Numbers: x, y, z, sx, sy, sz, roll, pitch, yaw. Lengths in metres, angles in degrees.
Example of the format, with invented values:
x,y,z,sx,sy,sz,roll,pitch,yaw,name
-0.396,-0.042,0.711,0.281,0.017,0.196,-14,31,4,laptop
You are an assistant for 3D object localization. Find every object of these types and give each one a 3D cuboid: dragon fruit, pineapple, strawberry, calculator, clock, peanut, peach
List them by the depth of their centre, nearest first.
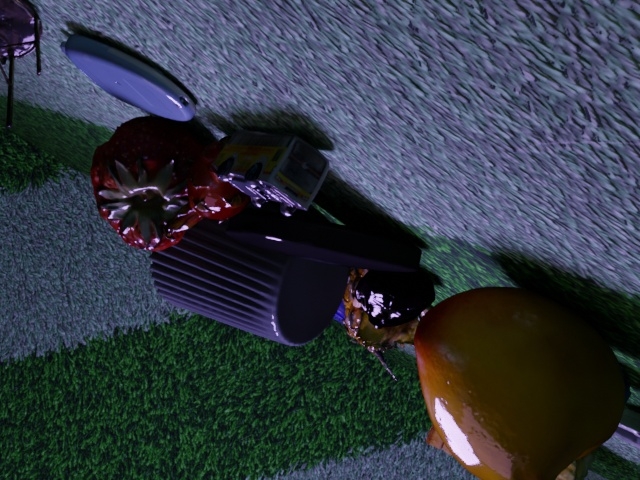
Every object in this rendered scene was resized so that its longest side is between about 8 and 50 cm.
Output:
x,y,z,sx,sy,sz,roll,pitch,yaw,name
0.294,0.205,1.443,0.308,0.289,0.289,58,176,11,peach
-0.330,-0.275,1.625,0.302,0.042,0.188,22,168,35,calculator
-0.196,-0.080,1.674,0.125,0.246,0.125,40,-157,-18,dragon fruit
-0.315,-0.124,1.841,0.238,0.250,0.288,46,-160,-17,strawberry
0.655,0.386,1.890,0.236,0.053,0.236,30,173,4,clock
0.102,0.153,2.103,0.161,0.158,0.334,29,169,35,pineapple
0.238,0.164,2.156,0.037,0.037,0.083,29,165,18,peanut

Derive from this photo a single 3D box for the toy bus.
x,y,z,sx,sy,sz,roll,pitch,yaw,name
-0.079,-0.111,1.470,0.092,0.106,0.268,35,173,-25,toy bus

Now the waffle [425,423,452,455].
x,y,z,sx,sy,sz,roll,pitch,yaw,name
0.341,0.377,2.255,0.091,0.213,0.308,30,159,12,waffle

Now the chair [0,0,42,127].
x,y,z,sx,sy,sz,roll,pitch,yaw,name
-0.555,-0.358,1.639,0.159,0.170,0.326,24,-142,-29,chair

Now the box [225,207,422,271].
x,y,z,sx,sy,sz,roll,pitch,yaw,name
0.000,0.000,1.684,0.289,0.073,0.289,13,177,-19,box

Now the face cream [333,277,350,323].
x,y,z,sx,sy,sz,roll,pitch,yaw,name
0.034,0.119,2.354,0.205,0.111,0.206,31,171,6,face cream

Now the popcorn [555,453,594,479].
x,y,z,sx,sy,sz,roll,pitch,yaw,name
0.618,0.633,2.725,0.274,0.279,0.335,13,159,-1,popcorn

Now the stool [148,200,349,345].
x,y,z,sx,sy,sz,roll,pitch,yaw,name
-0.137,0.047,2.008,0.330,0.297,0.297,19,166,33,stool

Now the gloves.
x,y,z,sx,sy,sz,roll,pitch,yaw,name
0.143,0.115,1.893,0.164,0.124,0.203,6,151,7,gloves

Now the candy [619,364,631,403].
x,y,z,sx,sy,sz,roll,pitch,yaw,name
0.388,0.217,1.717,0.305,0.100,0.157,28,171,29,candy
